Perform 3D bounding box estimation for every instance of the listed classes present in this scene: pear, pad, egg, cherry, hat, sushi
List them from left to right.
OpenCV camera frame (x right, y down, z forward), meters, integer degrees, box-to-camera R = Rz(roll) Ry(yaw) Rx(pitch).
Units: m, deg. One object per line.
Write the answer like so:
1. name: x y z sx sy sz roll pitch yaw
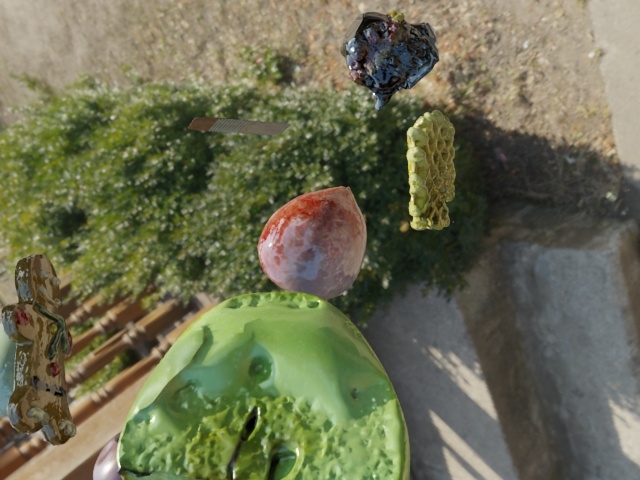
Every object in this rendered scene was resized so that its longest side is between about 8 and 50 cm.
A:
1. egg: -0.554 0.231 1.400 0.149 0.192 0.149 0 137 0
2. hat: -0.356 0.408 1.394 0.089 0.205 0.205 32 154 -19
3. pad: -0.188 -0.273 1.919 0.323 0.250 0.055 -137 51 -67
4. pear: -0.050 0.217 1.003 0.342 0.318 0.238 6 144 7
5. cherry: -0.004 0.009 1.651 0.239 0.206 0.239 1 128 2
6. sushi: 0.124 -0.388 1.572 0.150 0.153 0.172 35 123 -24

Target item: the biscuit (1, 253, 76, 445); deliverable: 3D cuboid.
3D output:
1. biscuit: -0.435 0.161 1.208 0.197 0.049 0.302 77 -178 -68

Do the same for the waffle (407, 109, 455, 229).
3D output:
1. waffle: 0.234 -0.146 1.605 0.056 0.261 0.250 0 98 29
